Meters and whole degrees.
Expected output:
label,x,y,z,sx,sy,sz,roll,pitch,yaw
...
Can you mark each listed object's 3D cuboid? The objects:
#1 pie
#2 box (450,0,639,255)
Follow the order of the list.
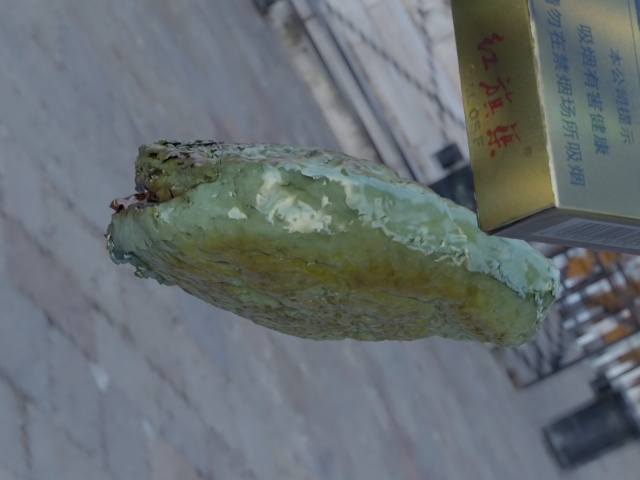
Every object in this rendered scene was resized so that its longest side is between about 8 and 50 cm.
label,x,y,z,sx,sy,sz,roll,pitch,yaw
pie,0.007,-0.003,1.656,0.395,0.418,0.180,23,77,-40
box,0.193,-0.072,1.015,0.240,0.071,0.159,6,69,-38
